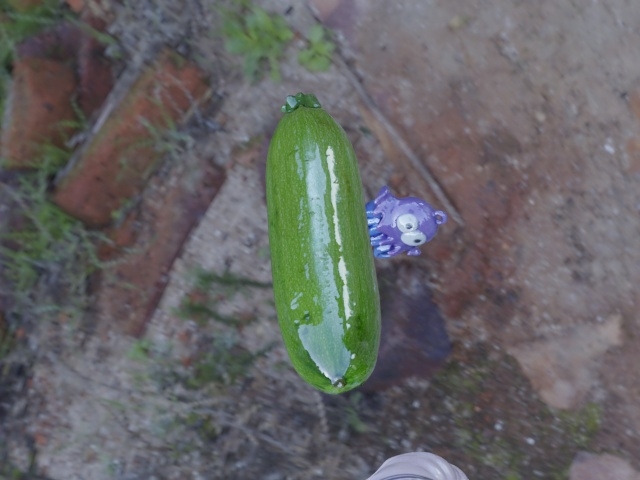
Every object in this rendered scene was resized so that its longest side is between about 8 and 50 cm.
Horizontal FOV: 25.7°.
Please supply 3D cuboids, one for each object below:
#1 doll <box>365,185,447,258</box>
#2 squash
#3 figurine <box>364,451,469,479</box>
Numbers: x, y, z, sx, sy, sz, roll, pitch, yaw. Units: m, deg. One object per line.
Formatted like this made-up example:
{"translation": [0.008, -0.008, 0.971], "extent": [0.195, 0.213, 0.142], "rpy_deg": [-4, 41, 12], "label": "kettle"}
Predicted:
{"translation": [0.077, -0.019, 1.870], "extent": [0.206, 0.110, 0.067], "rpy_deg": [-8, 37, 33], "label": "doll"}
{"translation": [0.000, 0.000, 1.419], "extent": [0.107, 0.107, 0.395], "rpy_deg": [-26, 47, 20], "label": "squash"}
{"translation": [0.105, 0.463, 2.084], "extent": [0.361, 0.211, 0.253], "rpy_deg": [-54, 39, 32], "label": "figurine"}
